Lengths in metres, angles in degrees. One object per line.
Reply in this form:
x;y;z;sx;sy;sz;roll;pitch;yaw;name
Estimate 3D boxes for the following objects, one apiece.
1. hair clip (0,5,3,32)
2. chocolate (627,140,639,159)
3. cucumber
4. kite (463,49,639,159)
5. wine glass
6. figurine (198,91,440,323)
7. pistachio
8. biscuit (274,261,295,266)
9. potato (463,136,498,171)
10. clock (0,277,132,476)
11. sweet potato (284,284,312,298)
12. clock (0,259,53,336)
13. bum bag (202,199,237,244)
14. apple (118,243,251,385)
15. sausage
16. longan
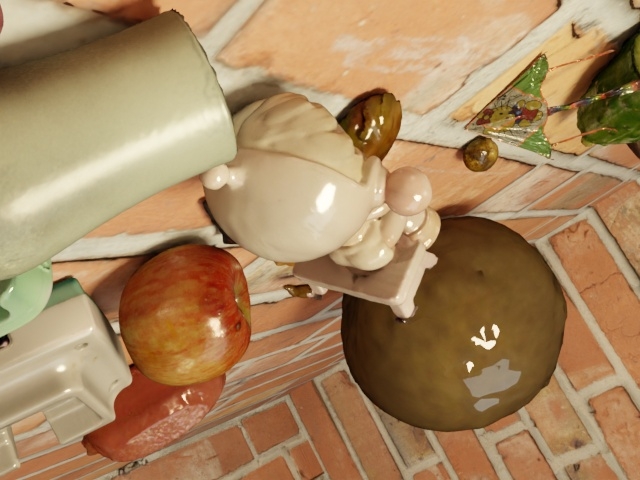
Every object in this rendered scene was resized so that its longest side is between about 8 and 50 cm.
-0.201;-0.078;0.269;0.137;0.022;0.054;-24;168;-20;hair clip
0.742;-0.217;1.218;0.303;0.213;0.303;-26;166;-7;chocolate
0.422;-0.190;0.888;0.134;0.134;0.244;-25;168;-14;cucumber
0.296;-0.159;0.784;0.244;0.006;0.198;-11;146;20;kite
-0.163;-0.036;0.333;0.231;0.103;0.103;-29;166;-17;wine glass
-0.010;-0.028;0.539;0.145;0.182;0.256;-53;137;1;figurine
0.032;-0.081;0.649;0.089;0.049;0.173;-21;163;-23;pistachio
-0.001;-0.001;0.912;0.118;0.023;0.140;-34;164;16;biscuit
0.225;-0.117;0.909;0.051;0.040;0.083;-28;165;17;potato
-0.333;0.165;0.670;0.262;0.116;0.231;-26;165;-17;clock
-0.036;0.091;1.157;0.026;0.026;0.115;-33;166;15;sweet potato
-0.234;0.022;0.400;0.135;0.101;0.041;-27;151;4;clock
-0.082;-0.021;0.665;0.057;0.034;0.124;-15;165;-1;bum bag
-0.140;0.079;0.686;0.130;0.146;0.146;-13;167;7;apple
-0.277;0.267;1.076;0.254;0.148;0.148;-28;166;-10;sausage
0.247;0.160;1.225;0.403;0.404;0.436;-23;161;-23;longan
